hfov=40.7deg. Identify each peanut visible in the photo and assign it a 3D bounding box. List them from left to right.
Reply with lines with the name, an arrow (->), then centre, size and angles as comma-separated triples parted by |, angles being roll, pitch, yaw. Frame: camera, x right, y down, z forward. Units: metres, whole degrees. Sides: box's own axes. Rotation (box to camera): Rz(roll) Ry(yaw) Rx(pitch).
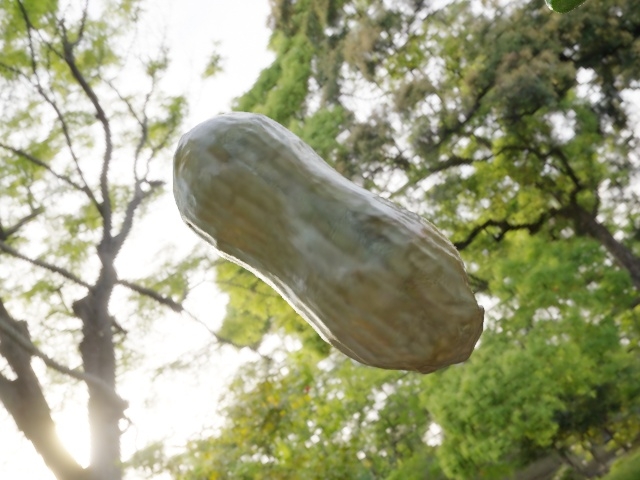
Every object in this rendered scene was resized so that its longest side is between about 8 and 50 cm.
peanut -> 0.000, 0.000, 0.484 | 0.087, 0.206, 0.087 | -48, -18, -21

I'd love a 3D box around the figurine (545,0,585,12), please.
figurine -> 0.273, -0.357, 0.834 | 0.263, 0.162, 0.143 | -54, -6, 15
